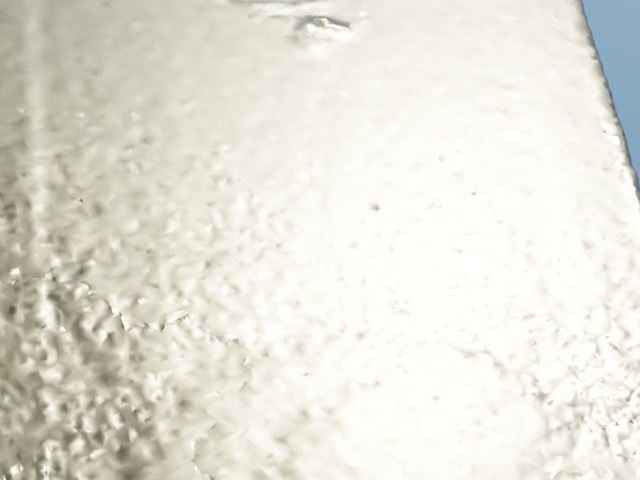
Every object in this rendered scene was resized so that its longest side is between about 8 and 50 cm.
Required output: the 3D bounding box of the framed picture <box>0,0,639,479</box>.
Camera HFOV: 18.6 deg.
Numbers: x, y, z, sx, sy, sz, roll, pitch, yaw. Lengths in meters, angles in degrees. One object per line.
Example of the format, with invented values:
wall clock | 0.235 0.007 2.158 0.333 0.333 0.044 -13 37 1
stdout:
framed picture | 0.000 0.000 0.669 0.013 0.244 0.324 103 -17 -48
